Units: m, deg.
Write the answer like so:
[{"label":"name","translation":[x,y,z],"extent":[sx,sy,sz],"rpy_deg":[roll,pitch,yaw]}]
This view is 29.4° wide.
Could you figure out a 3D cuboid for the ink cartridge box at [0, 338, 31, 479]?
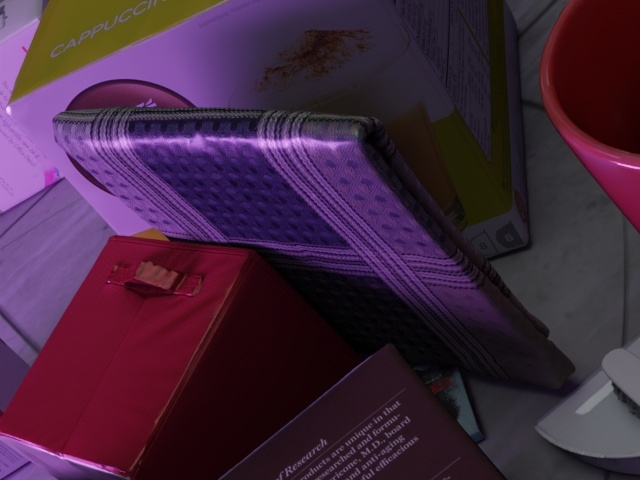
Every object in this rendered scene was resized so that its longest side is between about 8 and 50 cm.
[{"label":"ink cartridge box","translation":[-0.388,0.183,1.229],"extent":[0.176,0.128,0.127],"rpy_deg":[-33,36,6]}]

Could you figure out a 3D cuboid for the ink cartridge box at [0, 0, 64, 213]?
[{"label":"ink cartridge box","translation":[-0.378,-0.185,1.560],"extent":[0.353,0.207,0.119],"rpy_deg":[-28,38,11]}]

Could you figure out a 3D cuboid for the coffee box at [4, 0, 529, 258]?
[{"label":"coffee box","translation":[-0.028,-0.170,1.138],"extent":[0.337,0.334,0.338],"rpy_deg":[-19,39,24]}]

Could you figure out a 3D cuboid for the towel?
[{"label":"towel","translation":[0.000,0.000,0.919],"extent":[0.312,0.324,0.056],"rpy_deg":[5,60,41]}]

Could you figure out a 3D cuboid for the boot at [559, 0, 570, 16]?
[{"label":"boot","translation":[0.312,-0.213,1.128],"extent":[0.197,0.073,0.152],"rpy_deg":[-22,34,17]}]

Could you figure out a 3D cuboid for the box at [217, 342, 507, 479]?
[{"label":"box","translation":[0.061,0.213,0.780],"extent":[0.167,0.168,0.203],"rpy_deg":[-39,35,-2]}]

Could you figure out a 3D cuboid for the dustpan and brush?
[{"label":"dustpan and brush","translation":[0.242,0.119,0.823],"extent":[0.147,0.060,0.211],"rpy_deg":[-40,36,-4]}]

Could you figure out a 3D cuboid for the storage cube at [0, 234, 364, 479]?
[{"label":"storage cube","translation":[-0.107,0.130,0.984],"extent":[0.183,0.215,0.193],"rpy_deg":[5,59,43]}]

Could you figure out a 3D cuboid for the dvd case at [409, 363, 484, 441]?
[{"label":"dvd case","translation":[0.079,0.133,0.987],"extent":[0.087,0.013,0.119],"rpy_deg":[-28,35,12]}]

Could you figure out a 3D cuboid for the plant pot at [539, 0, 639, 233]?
[{"label":"plant pot","translation":[0.316,-0.066,0.811],"extent":[0.275,0.243,0.275],"rpy_deg":[-23,38,20]}]
